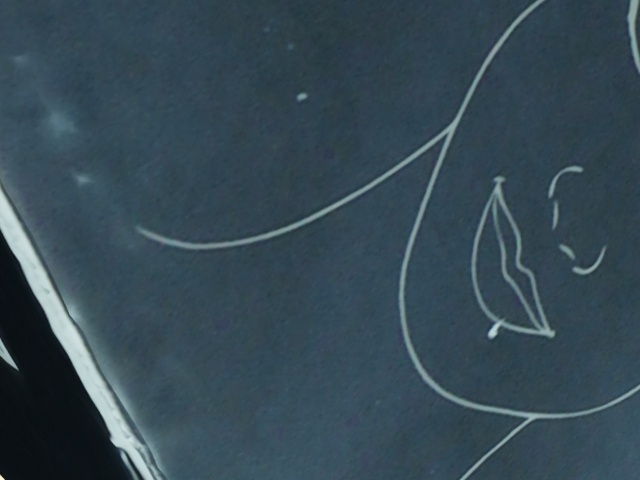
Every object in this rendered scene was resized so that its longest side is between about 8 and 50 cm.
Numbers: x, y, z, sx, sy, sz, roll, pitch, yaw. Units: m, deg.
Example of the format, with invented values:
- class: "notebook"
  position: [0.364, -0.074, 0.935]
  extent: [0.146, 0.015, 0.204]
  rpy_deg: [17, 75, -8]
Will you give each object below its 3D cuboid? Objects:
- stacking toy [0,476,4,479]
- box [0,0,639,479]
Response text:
- class: "stacking toy"
  position: [-0.213, 0.053, 0.887]
  extent: [0.165, 0.175, 0.302]
  rpy_deg: [-12, 107, -21]
- class: "box"
  position: [0.032, -0.154, 0.574]
  extent: [0.471, 0.297, 0.480]
  rpy_deg: [-34, 124, -20]
